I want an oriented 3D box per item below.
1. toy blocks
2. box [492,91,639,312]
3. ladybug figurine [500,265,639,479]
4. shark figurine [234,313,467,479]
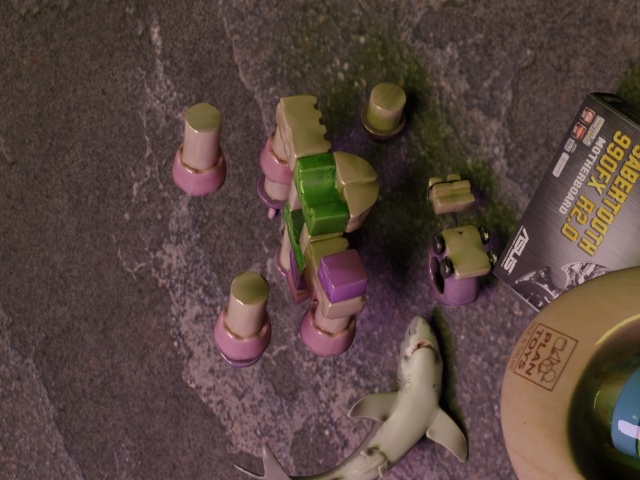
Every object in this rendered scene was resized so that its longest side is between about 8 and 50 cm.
[{"bbox_3d":[0.000,0.000,1.703,0.260,0.309,0.288,104,153,-61],"label":"toy blocks"},{"bbox_3d":[0.303,-0.009,1.496,0.183,0.056,0.231,43,120,32],"label":"box"},{"bbox_3d":[0.362,0.185,1.320,0.449,0.162,0.305,26,87,43],"label":"ladybug figurine"},{"bbox_3d":[0.052,0.232,1.698,0.166,0.278,0.116,53,172,-8],"label":"shark figurine"}]
